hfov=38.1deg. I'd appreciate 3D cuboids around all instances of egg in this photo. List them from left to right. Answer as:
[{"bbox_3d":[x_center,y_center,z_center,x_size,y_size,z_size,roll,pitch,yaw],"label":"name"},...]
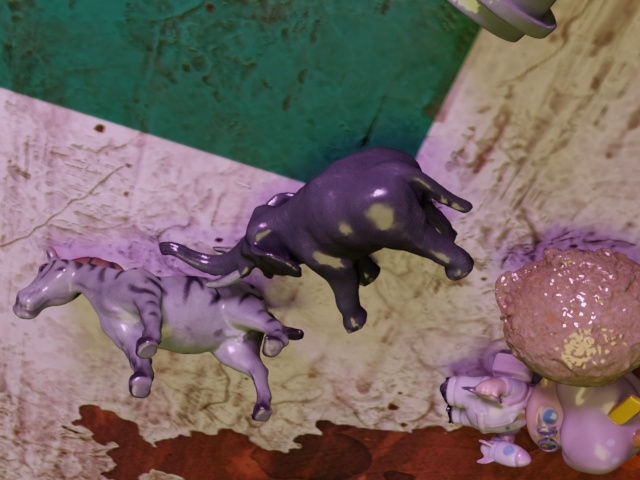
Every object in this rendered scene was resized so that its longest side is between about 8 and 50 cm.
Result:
[{"bbox_3d":[0.218,0.064,0.771,0.140,0.118,0.116,-4,174,2],"label":"egg"}]

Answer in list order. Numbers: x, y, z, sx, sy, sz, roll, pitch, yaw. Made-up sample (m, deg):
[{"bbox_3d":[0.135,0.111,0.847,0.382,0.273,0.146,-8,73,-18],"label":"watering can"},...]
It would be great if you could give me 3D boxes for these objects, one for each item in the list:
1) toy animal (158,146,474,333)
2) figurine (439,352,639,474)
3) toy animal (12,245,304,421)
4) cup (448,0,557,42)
[{"bbox_3d":[0.003,0.007,0.773,0.269,0.082,0.137,-20,125,32],"label":"toy animal"},{"bbox_3d":[0.226,0.160,0.868,0.229,0.112,0.137,2,128,27],"label":"figurine"},{"bbox_3d":[-0.141,0.072,0.805,0.255,0.170,0.090,18,111,-6],"label":"toy animal"},{"bbox_3d":[0.124,-0.197,0.534,0.120,0.120,0.141,32,117,-21],"label":"cup"}]
